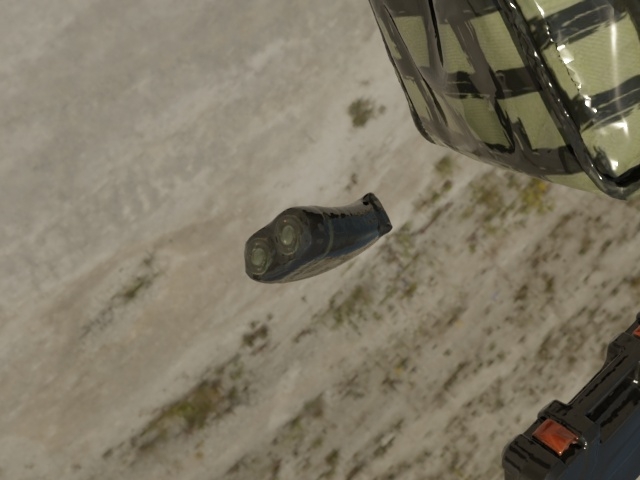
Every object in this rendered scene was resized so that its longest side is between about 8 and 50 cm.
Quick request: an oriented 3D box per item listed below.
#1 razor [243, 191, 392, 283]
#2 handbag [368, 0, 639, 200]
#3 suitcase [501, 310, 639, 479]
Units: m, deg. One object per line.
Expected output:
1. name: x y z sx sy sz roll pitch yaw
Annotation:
1. razor: 0.000 0.000 0.879 0.090 0.054 0.148 -33 169 32
2. handbag: 0.126 -0.212 0.740 0.163 0.327 0.325 -36 -160 -6
3. suitcase: 0.307 0.219 1.059 0.286 0.066 0.206 -36 137 -27
